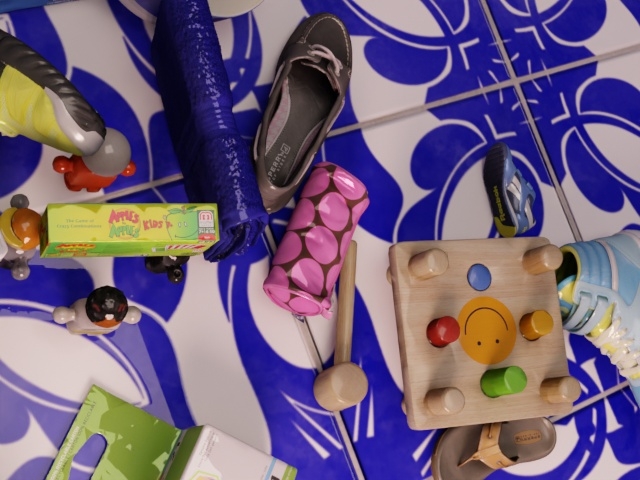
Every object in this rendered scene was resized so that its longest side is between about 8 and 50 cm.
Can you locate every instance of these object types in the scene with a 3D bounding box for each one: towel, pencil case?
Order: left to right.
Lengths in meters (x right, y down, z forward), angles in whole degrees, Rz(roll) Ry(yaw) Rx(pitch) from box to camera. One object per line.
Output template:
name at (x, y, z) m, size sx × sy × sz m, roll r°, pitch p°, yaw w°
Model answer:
towel at (-0.134, -0.140, 1.351) m, size 0.076 × 0.227 × 0.308 m, roll -13°, pitch 81°, yaw -17°
pencil case at (0.000, 0.000, 1.458) m, size 0.098 × 0.095 × 0.209 m, roll 18°, pitch 67°, yaw 5°

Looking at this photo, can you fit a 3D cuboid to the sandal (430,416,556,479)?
sandal at (0.249, 0.289, 1.518) m, size 0.219 × 0.060 × 0.090 m, roll -5°, pitch 79°, yaw -27°

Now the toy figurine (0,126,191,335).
toy figurine at (-0.263, -0.003, 1.297) m, size 0.213 × 0.148 × 0.209 m, roll 48°, pitch 62°, yaw -8°

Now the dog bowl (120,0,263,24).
dog bowl at (-0.169, -0.414, 1.419) m, size 0.265 × 0.104 × 0.265 m, roll -2°, pitch 92°, yaw -47°

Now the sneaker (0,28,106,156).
sneaker at (-0.416, -0.180, 1.248) m, size 0.384 × 0.145 × 0.147 m, roll 28°, pitch 80°, yaw 14°

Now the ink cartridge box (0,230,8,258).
ink cartridge box at (-0.484, 0.034, 1.046) m, size 0.279 × 0.384 × 0.160 m, roll -24°, pitch 88°, yaw -29°

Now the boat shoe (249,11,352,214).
boat shoe at (-0.020, -0.184, 1.491) m, size 0.112 × 0.095 × 0.335 m, roll 29°, pitch 66°, yaw -16°

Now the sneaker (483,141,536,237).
sneaker at (0.286, -0.078, 1.638) m, size 0.059 × 0.053 × 0.144 m, roll -10°, pitch 90°, yaw -27°

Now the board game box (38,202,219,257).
board game box at (-0.211, -0.011, 1.196) m, size 0.181 × 0.092 × 0.043 m, roll -1°, pitch 79°, yaw -20°

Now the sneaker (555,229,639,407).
sneaker at (0.424, 0.142, 1.608) m, size 0.208 × 0.127 × 0.319 m, roll -3°, pitch 68°, yaw -28°

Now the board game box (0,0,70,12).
board game box at (-0.343, -0.391, 1.418) m, size 0.210 × 0.047 × 0.160 m, roll -18°, pitch 85°, yaw -30°

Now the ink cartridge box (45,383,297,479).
ink cartridge box at (-0.185, 0.302, 1.285) m, size 0.255 × 0.097 × 0.189 m, roll 31°, pitch 66°, yaw -17°

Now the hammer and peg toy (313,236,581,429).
hammer and peg toy at (0.172, 0.118, 1.476) m, size 0.361 × 0.127 × 0.266 m, roll -1°, pitch 79°, yaw -23°
